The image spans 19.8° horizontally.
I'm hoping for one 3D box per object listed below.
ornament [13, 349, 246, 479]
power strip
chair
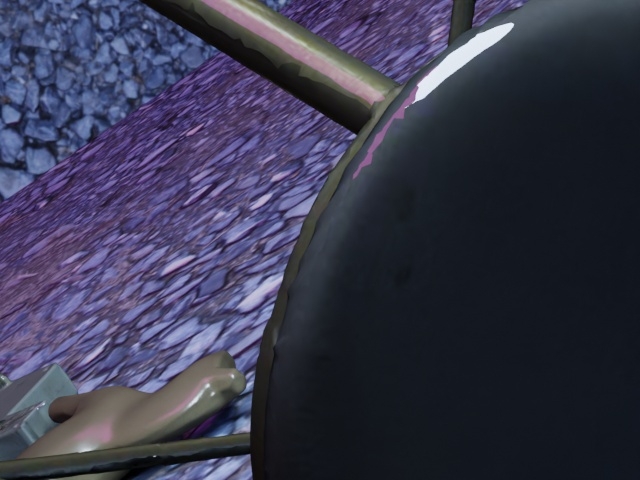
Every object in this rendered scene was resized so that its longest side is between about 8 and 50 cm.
[{"bbox_3d":[-0.174,0.159,1.399,0.230,0.061,0.245,-39,15,-29],"label":"ornament"},{"bbox_3d":[-0.282,0.175,1.576,0.145,0.061,0.216,-23,19,38],"label":"power strip"},{"bbox_3d":[0.000,0.000,0.859,0.362,0.365,0.410,-2,18,-35],"label":"chair"}]
